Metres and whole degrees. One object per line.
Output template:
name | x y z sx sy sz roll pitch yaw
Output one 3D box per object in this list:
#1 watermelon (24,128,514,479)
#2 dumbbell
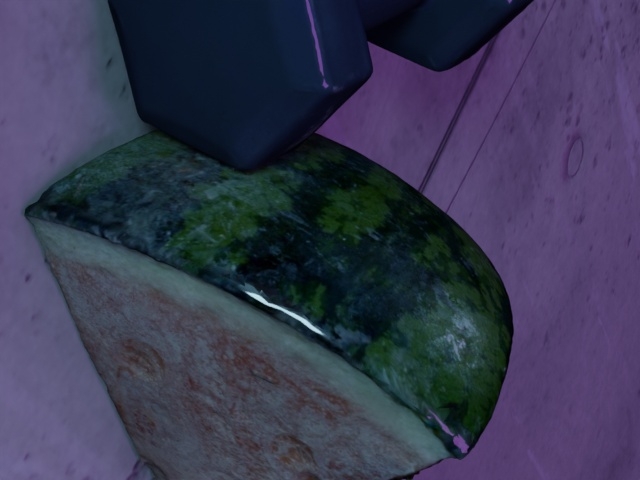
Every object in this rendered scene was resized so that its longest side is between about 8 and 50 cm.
watermelon | -0.048 0.035 0.899 0.250 0.292 0.283 57 25 -7
dumbbell | 0.015 -0.158 0.884 0.156 0.143 0.316 -41 174 39
